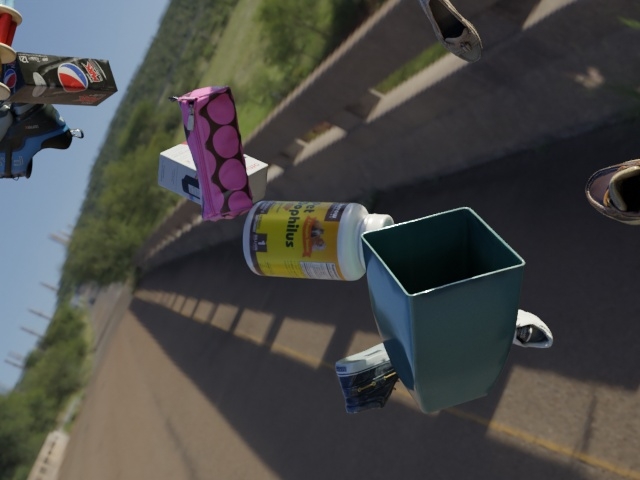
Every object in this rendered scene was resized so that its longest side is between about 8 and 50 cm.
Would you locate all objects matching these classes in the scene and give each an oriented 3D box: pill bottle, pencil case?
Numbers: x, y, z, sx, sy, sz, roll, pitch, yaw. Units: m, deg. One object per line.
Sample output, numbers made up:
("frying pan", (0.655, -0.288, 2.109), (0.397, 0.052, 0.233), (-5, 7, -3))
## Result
("pill bottle", (0.000, 0.000, 1.518), (0.117, 0.215, 0.117), (2, -90, -69))
("pencil case", (-0.166, -0.132, 1.565), (0.098, 0.095, 0.209), (-53, -48, -72))

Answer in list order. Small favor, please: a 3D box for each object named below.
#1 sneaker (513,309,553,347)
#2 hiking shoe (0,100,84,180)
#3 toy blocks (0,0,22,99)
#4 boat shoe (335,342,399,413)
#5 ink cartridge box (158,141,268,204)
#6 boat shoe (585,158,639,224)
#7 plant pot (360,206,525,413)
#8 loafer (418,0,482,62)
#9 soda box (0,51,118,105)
("sneaker", (0.400, 0.182, 2.216), (0.095, 0.235, 0.090), (-116, 40, -72))
("hiking shoe", (-0.558, -0.136, 1.705), (0.304, 0.132, 0.113), (-30, 28, 19))
("toy blocks", (-0.409, -0.255, 1.182), (0.054, 0.123, 0.148), (-7, 71, 32))
("boat shoe", (0.103, 0.210, 1.581), (0.065, 0.183, 0.083), (0, 101, 55))
("ink cartridge box", (-0.207, -0.128, 1.956), (0.127, 0.175, 0.072), (-34, -39, -49))
("boat shoe", (0.551, -0.092, 1.736), (0.342, 0.123, 0.123), (26, 99, 69))
("plant pot", (0.167, 0.109, 1.383), (0.165, 0.166, 0.234), (-126, 25, -55))
("loafer", (0.162, -0.265, 1.254), (0.045, 0.125, 0.039), (-33, 31, 18))
("soda box", (-0.380, -0.232, 1.458), (0.060, 0.053, 0.169), (-25, -11, 37))
